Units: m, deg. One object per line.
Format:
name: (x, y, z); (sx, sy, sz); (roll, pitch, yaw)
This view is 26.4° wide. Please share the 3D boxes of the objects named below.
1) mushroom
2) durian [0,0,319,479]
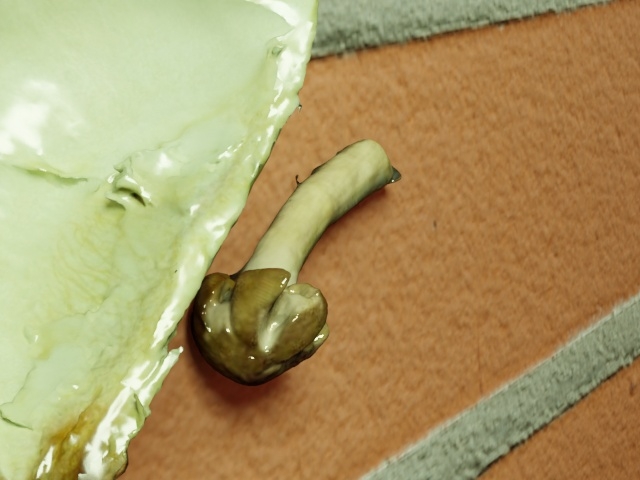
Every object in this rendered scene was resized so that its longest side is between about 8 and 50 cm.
mushroom: (0.000, 0.000, 0.667); (0.187, 0.061, 0.060); (-53, 129, -43)
durian: (-0.096, -0.001, 0.455); (0.144, 0.139, 0.252); (54, 52, -38)
